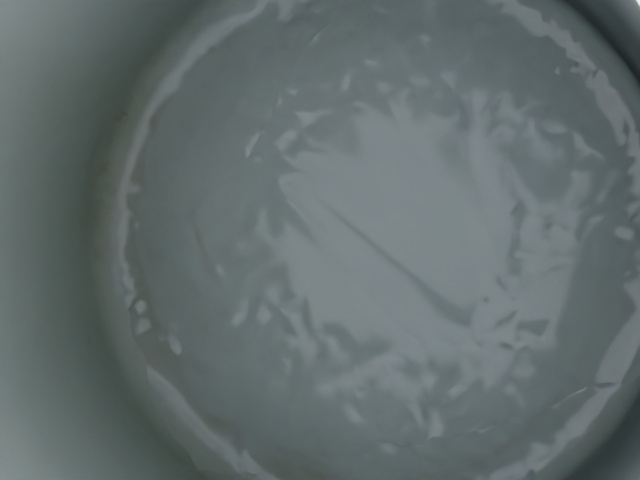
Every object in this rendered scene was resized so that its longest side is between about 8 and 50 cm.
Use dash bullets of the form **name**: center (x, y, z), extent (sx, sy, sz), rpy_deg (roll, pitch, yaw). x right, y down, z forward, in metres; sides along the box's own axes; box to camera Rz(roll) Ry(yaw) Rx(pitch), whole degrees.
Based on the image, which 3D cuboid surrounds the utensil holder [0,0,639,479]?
- **utensil holder**: center (0.000, 0.000, 0.747), extent (0.327, 0.385, 0.327), rpy_deg (0, 92, 10)
